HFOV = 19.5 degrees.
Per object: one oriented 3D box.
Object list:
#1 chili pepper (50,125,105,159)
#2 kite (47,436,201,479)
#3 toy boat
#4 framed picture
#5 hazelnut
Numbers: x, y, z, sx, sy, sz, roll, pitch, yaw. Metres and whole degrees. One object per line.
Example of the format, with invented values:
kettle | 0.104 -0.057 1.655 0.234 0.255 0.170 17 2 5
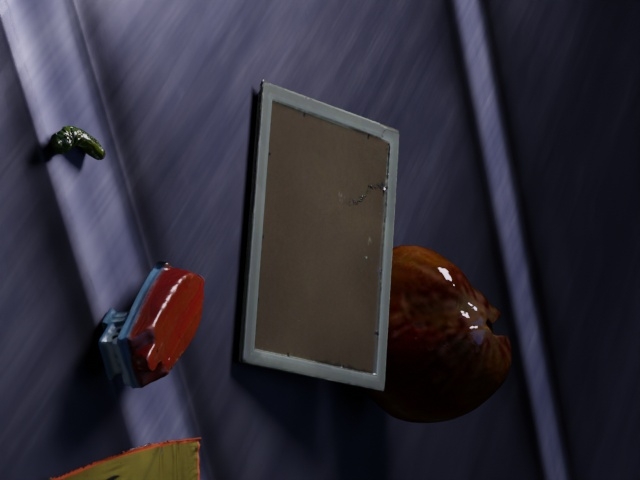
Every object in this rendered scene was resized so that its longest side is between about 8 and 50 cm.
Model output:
chili pepper | -0.207 -0.083 1.563 0.083 0.022 0.027 6 83 -69
kite | -0.174 0.306 1.633 0.327 0.013 0.377 63 36 -42
toy boat | -0.149 0.069 1.642 0.173 0.059 0.069 -63 144 -57
framed picture | 0.000 0.000 1.950 0.231 0.018 0.293 17 74 -47
hazelnut | 0.117 0.103 2.082 0.178 0.178 0.204 -5 77 -65
